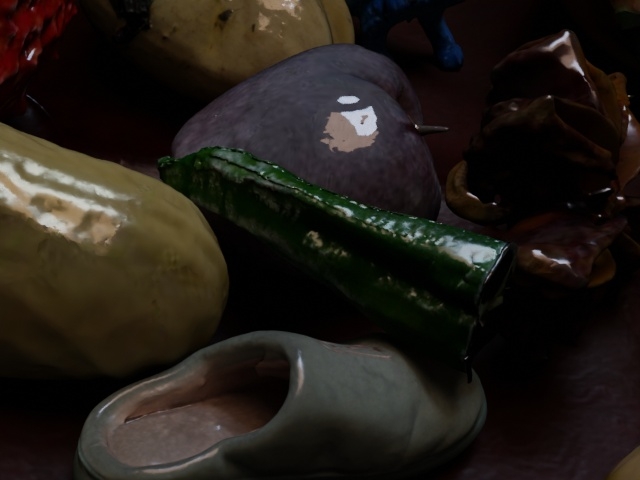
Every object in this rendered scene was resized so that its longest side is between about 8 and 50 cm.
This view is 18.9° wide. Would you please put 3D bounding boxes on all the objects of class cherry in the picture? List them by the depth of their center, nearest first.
[{"bbox_3d":[-0.003,-0.043,1.222,0.176,0.140,0.176,-15,37,12],"label":"cherry"}]

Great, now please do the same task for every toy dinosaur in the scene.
[{"bbox_3d":[0.032,-0.189,1.425,0.329,0.144,0.076,16,42,27],"label":"toy dinosaur"}]

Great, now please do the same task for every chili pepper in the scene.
[{"bbox_3d":[0.000,0.000,1.116,0.227,0.088,0.059,23,26,18],"label":"chili pepper"}]

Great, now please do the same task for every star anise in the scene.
[{"bbox_3d":[0.142,-0.021,1.200,0.126,0.220,0.190,-12,73,16],"label":"star anise"}]

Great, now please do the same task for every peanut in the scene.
[{"bbox_3d":[-0.207,-0.003,1.103,0.319,0.147,0.147,21,37,-13],"label":"peanut"}]

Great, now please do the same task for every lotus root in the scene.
[{"bbox_3d":[-0.081,-0.168,1.356,0.257,0.140,0.154,40,33,18],"label":"lotus root"}]

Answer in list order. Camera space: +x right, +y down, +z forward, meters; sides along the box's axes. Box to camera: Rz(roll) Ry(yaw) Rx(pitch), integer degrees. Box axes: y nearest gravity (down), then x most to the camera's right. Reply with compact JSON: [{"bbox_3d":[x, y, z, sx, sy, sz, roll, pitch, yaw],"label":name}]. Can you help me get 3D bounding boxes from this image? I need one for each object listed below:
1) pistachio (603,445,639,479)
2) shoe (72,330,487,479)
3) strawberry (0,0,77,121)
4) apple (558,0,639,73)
[{"bbox_3d":[0.256,0.193,0.922,0.230,0.230,0.309,-7,28,-20],"label":"pistachio"},{"bbox_3d":[-0.018,0.089,1.086,0.251,0.100,0.103,-14,44,-23],"label":"shoe"},{"bbox_3d":[-0.296,-0.145,1.211,0.261,0.261,0.257,12,32,2],"label":"strawberry"},{"bbox_3d":[0.303,-0.291,1.405,0.374,0.384,0.374,-27,34,20],"label":"apple"}]
